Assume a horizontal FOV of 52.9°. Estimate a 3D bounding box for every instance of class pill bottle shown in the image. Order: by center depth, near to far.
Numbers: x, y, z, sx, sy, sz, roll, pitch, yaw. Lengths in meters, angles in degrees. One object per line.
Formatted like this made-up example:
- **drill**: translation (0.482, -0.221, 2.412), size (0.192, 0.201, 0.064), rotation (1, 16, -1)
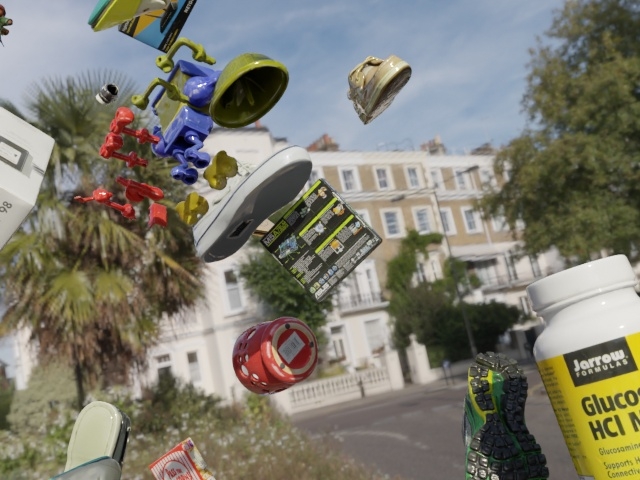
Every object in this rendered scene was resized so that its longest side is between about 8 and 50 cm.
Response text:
- **pill bottle**: translation (0.401, 0.198, 0.857), size (0.187, 0.334, 0.188), rotation (-16, -16, -5)

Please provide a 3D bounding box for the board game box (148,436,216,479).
- **board game box**: translation (-0.347, 0.637, 1.686), size (0.146, 0.194, 0.045), rotation (-40, -11, 27)

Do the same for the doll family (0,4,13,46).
- **doll family**: translation (-0.571, -0.331, 1.025), size (0.192, 0.112, 0.076), rotation (4, -20, 5)

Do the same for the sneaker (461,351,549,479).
- **sneaker**: translation (0.318, 0.375, 1.139), size (0.134, 0.344, 0.146), rotation (7, -48, 8)

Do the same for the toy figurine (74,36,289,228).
- **toy figurine**: translation (-0.211, -0.209, 0.945), size (0.191, 0.217, 0.362), rotation (15, -43, -33)

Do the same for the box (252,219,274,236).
- **box**: translation (-0.205, -0.056, 1.854), size (0.164, 0.021, 0.201), rotation (9, 17, -42)

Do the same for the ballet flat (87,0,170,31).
- **ballet flat**: translation (-0.214, -0.345, 0.820), size (0.077, 0.077, 0.231), rotation (27, -60, -29)

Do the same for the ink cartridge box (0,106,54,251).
- **ink cartridge box**: translation (-0.290, -0.031, 0.547), size (0.060, 0.180, 0.104), rotation (35, -74, -29)

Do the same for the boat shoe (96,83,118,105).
- **boat shoe**: translation (-0.523, -0.371, 1.602), size (0.038, 0.046, 0.125), rotation (-38, 18, 15)

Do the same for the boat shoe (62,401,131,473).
- **boat shoe**: translation (-0.456, 0.488, 1.252), size (0.127, 0.340, 0.113), rotation (7, -16, 14)

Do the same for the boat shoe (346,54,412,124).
- **boat shoe**: translation (0.047, -0.144, 0.595), size (0.050, 0.045, 0.135), rotation (-41, 1, -8)

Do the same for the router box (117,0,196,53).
- **router box**: translation (-0.382, -0.549, 1.519), size (0.133, 0.046, 0.179), rotation (19, -59, -32)

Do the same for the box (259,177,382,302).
- **box**: translation (0.000, 0.000, 1.335), size (0.191, 0.184, 0.045), rotation (-46, -10, 12)

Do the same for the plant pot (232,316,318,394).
- **plant pot**: translation (-0.110, 0.300, 1.679), size (0.191, 0.191, 0.174), rotation (-4, -14, -38)

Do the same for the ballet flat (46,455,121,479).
- **ballet flat**: translation (-0.412, 0.392, 0.935), size (0.248, 0.086, 0.086), rotation (-19, -10, -7)

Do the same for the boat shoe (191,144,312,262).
- **boat shoe**: translation (-0.162, -0.109, 1.321), size (0.135, 0.157, 0.367), rotation (-7, -27, -43)
